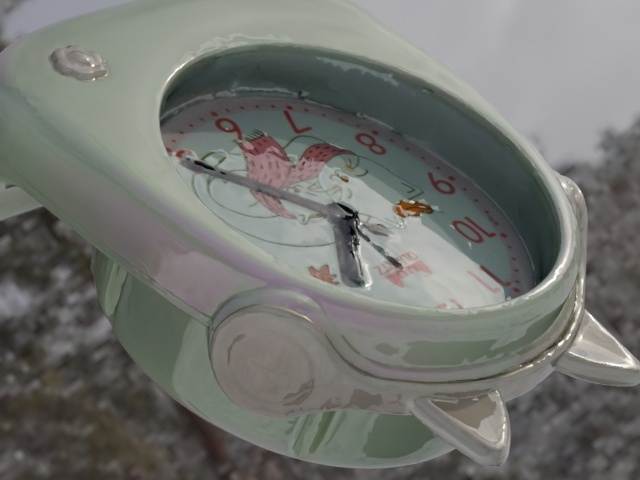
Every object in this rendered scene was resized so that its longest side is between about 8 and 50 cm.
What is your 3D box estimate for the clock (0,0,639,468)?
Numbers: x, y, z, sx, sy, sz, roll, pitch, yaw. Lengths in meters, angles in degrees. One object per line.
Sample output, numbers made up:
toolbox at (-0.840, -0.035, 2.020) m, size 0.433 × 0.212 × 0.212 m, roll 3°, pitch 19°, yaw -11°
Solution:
clock at (0.000, 0.000, 0.992) m, size 0.265 × 0.324 × 0.108 m, roll -20°, pitch -37°, yaw -47°
